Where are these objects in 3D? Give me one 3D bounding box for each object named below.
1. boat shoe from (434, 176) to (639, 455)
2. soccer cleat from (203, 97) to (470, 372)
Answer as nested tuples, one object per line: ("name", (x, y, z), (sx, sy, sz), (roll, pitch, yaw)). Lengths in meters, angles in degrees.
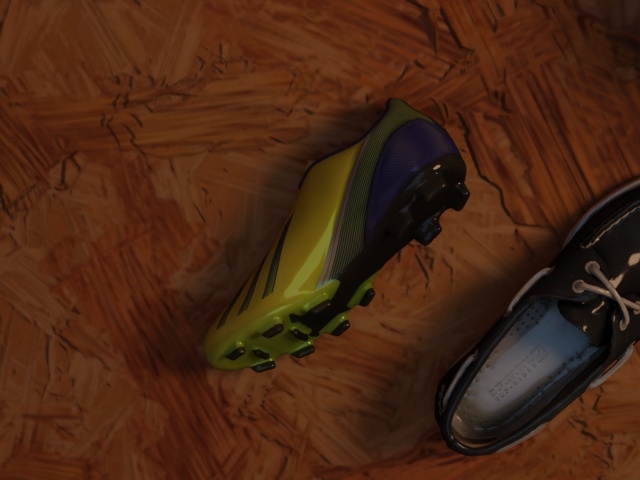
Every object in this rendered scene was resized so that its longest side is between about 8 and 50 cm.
("boat shoe", (0.215, 0.067, 1.095), (0.114, 0.091, 0.302), (39, 103, 0))
("soccer cleat", (0.001, 0.000, 1.133), (0.289, 0.093, 0.121), (-43, 61, 17))
